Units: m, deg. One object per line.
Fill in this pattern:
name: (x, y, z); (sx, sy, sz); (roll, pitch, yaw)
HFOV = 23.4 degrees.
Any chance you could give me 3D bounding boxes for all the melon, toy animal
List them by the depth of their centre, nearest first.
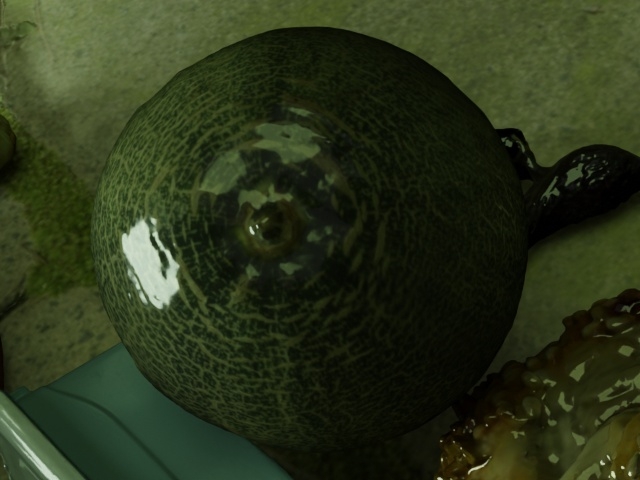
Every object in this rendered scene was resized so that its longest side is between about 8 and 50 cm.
melon: (0.000, 0.000, 0.913); (0.248, 0.329, 0.248); (0, 90, 10)
toy animal: (0.185, -0.040, 1.100); (0.202, 0.070, 0.105); (-3, 64, 9)

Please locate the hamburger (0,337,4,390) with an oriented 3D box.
hamburger: (-0.396, 0.073, 1.066); (0.330, 0.250, 0.330); (-8, 53, 11)

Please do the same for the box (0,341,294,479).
box: (-0.102, 0.177, 0.958); (0.130, 0.162, 0.227); (-34, 51, -22)

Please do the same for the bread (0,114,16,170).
bread: (-0.297, -0.063, 1.262); (0.110, 0.060, 0.066); (-38, 23, -14)

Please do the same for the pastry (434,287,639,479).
pastry: (0.186, 0.148, 0.846); (0.255, 0.162, 0.311); (-41, 38, 8)
